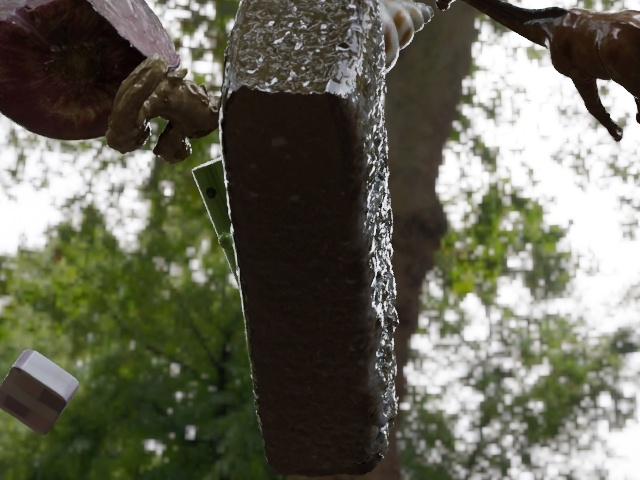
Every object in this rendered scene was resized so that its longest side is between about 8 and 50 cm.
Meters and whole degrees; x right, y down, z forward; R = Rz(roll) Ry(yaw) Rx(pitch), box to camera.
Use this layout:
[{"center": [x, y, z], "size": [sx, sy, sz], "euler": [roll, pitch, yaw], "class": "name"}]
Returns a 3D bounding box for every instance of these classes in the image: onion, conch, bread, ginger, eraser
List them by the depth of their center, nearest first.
[{"center": [0.000, 0.000, 0.964], "size": [0.113, 0.165, 0.416], "euler": [0, -43, 5], "class": "bread"}, {"center": [-0.277, 0.148, 1.264], "size": [0.065, 0.026, 0.105], "euler": [37, -37, -5], "class": "eraser"}, {"center": [-0.164, -0.146, 1.628], "size": [0.149, 0.065, 0.258], "euler": [-39, -33, 28], "class": "ginger"}, {"center": [-0.336, -0.246, 1.712], "size": [0.230, 0.256, 0.272], "euler": [-38, 8, 8], "class": "onion"}, {"center": [0.042, -0.324, 1.971], "size": [0.275, 0.183, 0.149], "euler": [-3, -25, -41], "class": "conch"}]

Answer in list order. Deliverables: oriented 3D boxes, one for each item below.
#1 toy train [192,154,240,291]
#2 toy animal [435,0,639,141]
[{"center": [-0.088, -0.020, 1.739], "size": [0.105, 0.253, 0.157], "euler": [-16, 9, 32], "class": "toy train"}, {"center": [0.224, -0.184, 1.209], "size": [0.229, 0.066, 0.224], "euler": [44, -21, -20], "class": "toy animal"}]
